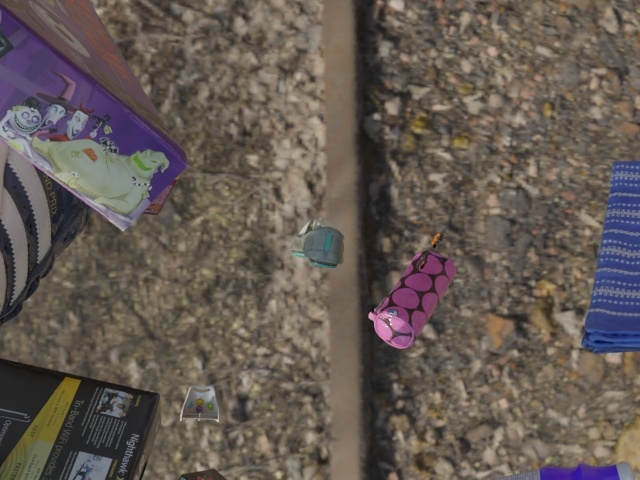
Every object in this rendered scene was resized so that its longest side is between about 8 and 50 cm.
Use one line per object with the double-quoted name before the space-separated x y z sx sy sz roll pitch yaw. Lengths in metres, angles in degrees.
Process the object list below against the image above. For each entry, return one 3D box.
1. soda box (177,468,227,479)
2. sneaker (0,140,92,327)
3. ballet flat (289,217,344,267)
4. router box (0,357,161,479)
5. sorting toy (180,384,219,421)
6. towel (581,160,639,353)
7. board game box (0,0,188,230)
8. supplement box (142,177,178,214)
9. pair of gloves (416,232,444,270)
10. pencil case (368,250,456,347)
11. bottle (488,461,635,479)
"soda box" -0.209 0.442 1.788 0.060 0.169 0.053 37 91 16
"sneaker" -0.221 0.016 0.658 0.131 0.148 0.350 -2 69 24
"ballet flat" 0.000 0.000 1.528 0.213 0.072 0.068 -162 79 -80
"router box" -0.355 0.305 1.246 0.243 0.308 0.081 12 138 4
"sorting toy" -0.257 0.347 2.188 0.045 0.083 0.075 -132 48 -73
"towel" 0.455 0.002 1.240 0.243 0.336 0.040 -5 132 29
"board game box" -0.192 -0.154 0.508 0.056 0.208 0.347 -42 37 3
"supplement box" -0.246 -0.085 1.478 0.083 0.043 0.055 -55 46 34
"pair of gloves" 0.206 0.021 1.914 0.010 0.074 0.083 33 91 -2
"pencil case" 0.179 0.106 1.961 0.098 0.209 0.095 26 136 16
"bottle" 0.342 0.403 1.560 0.283 0.118 0.092 -17 105 13
